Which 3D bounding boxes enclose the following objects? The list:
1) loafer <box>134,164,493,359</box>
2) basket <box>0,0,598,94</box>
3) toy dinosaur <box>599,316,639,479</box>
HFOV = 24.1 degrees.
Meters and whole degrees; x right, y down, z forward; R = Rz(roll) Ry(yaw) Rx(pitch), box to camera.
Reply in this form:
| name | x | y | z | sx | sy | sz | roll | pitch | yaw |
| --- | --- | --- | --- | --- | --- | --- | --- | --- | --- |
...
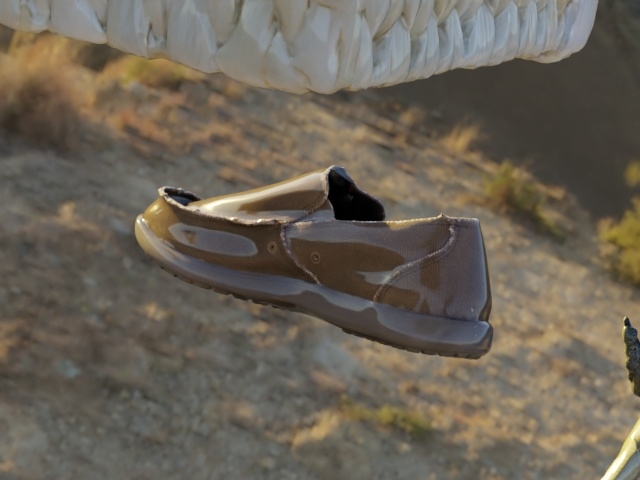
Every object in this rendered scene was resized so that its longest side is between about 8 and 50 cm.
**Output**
| name | x | y | z | sx | sy | sz | roll | pitch | yaw |
| --- | --- | --- | --- | --- | --- | --- | --- | --- | --- |
| loafer | 0.000 | 0.000 | 1.282 | 0.366 | 0.130 | 0.134 | 15 | 2 | 33 |
| basket | -0.045 | -0.248 | 0.671 | 0.328 | 0.331 | 0.266 | 15 | 21 | 26 |
| toy dinosaur | 0.198 | 0.063 | 0.785 | 0.268 | 0.118 | 0.064 | -40 | 68 | -19 |
